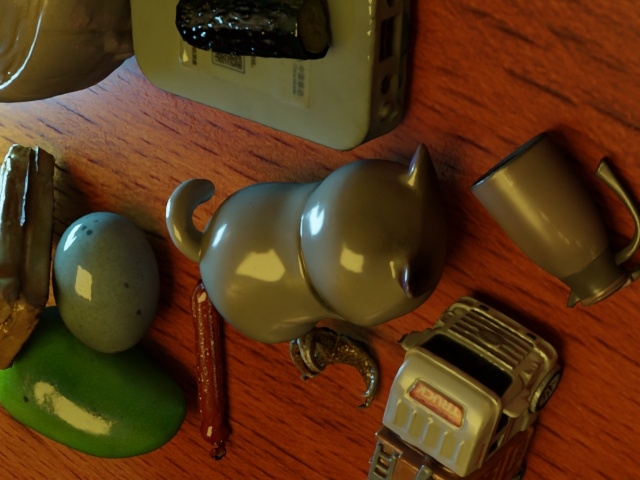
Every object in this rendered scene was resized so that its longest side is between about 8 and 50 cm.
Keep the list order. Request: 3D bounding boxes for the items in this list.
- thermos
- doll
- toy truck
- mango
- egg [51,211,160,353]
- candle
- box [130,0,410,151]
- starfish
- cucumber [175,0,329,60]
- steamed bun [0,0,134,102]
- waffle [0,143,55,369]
[{"bbox_3d":[0.278,-0.024,1.239,0.137,0.105,0.193,-38,90,15],"label":"thermos"},{"bbox_3d":[0.002,0.013,1.416,0.370,0.215,0.226,-3,152,34],"label":"doll"},{"bbox_3d":[0.156,0.277,1.426,0.173,0.207,0.387,30,130,26],"label":"toy truck"},{"bbox_3d":[-0.391,0.238,1.890,0.382,0.225,0.201,19,142,22],"label":"mango"},{"bbox_3d":[-0.340,0.069,1.777,0.169,0.169,0.236,20,119,33],"label":"egg"},{"bbox_3d":[-0.180,0.208,1.804,0.051,0.048,0.329,11,120,22],"label":"candle"},{"bbox_3d":[-0.067,-0.336,1.355,0.396,0.111,0.396,23,127,30],"label":"box"},{"bbox_3d":[0.023,0.177,1.577,0.146,0.074,0.190,26,165,-5],"label":"starfish"},{"bbox_3d":[-0.091,-0.248,1.302,0.211,0.062,0.078,8,120,36],"label":"cucumber"},{"bbox_3d":[-0.378,-0.321,1.538,0.236,0.247,0.383,55,135,6],"label":"steamed bun"},{"bbox_3d":[-0.511,0.026,1.821,0.224,0.098,0.327,-45,39,42],"label":"waffle"}]
